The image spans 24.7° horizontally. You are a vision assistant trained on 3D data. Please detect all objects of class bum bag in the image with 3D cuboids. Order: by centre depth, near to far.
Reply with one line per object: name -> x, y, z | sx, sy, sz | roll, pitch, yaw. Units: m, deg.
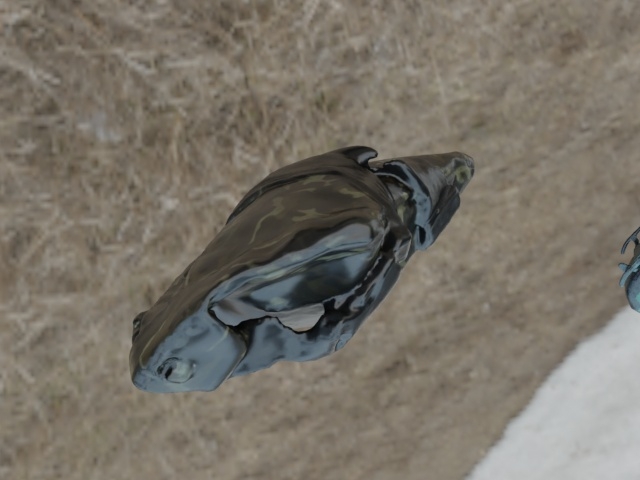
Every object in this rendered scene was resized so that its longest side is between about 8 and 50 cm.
bum bag -> 0.001, -0.001, 0.601 | 0.102, 0.248, 0.069 | -43, 91, 20

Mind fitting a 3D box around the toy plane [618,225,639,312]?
toy plane -> 0.345, 0.003, 1.311 | 0.096, 0.060, 0.235 | 34, 122, -8
